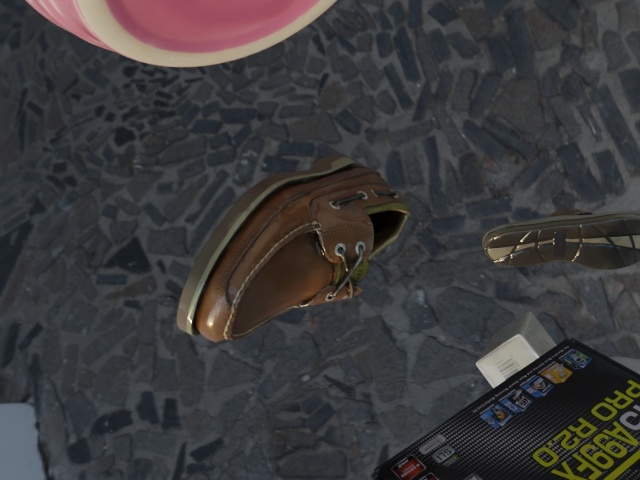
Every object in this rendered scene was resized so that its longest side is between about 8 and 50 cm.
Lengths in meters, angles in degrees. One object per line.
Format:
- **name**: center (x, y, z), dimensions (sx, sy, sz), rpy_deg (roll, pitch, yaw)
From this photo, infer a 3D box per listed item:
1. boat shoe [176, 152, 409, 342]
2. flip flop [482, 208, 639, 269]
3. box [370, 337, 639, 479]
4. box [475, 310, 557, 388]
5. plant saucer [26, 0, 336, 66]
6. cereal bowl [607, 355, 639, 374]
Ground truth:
- **boat shoe**: center (0.000, 0.000, 0.540), dimensions (0.105, 0.307, 0.110), rpy_deg (28, 125, 13)
- **flip flop**: center (0.412, -0.011, 1.014), dimensions (0.277, 0.112, 0.080), rpy_deg (-3, 39, 13)
- **box**: center (0.215, 0.214, 0.528), dimensions (0.270, 0.060, 0.216), rpy_deg (-26, 30, -21)
- **box**: center (0.473, 0.275, 1.416), dimensions (0.121, 0.311, 0.148), rpy_deg (-40, 76, 19)
- **plant saucer**: center (-0.079, -0.246, 0.477), dimensions (0.332, 0.332, 0.084), rpy_deg (-29, 75, 19)
- **cereal bowl**: center (0.672, 0.325, 1.170), dimensions (0.339, 0.339, 0.141), rpy_deg (29, 83, 29)
